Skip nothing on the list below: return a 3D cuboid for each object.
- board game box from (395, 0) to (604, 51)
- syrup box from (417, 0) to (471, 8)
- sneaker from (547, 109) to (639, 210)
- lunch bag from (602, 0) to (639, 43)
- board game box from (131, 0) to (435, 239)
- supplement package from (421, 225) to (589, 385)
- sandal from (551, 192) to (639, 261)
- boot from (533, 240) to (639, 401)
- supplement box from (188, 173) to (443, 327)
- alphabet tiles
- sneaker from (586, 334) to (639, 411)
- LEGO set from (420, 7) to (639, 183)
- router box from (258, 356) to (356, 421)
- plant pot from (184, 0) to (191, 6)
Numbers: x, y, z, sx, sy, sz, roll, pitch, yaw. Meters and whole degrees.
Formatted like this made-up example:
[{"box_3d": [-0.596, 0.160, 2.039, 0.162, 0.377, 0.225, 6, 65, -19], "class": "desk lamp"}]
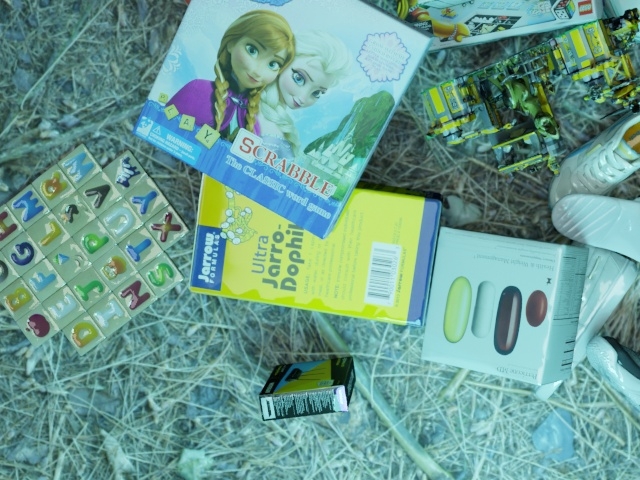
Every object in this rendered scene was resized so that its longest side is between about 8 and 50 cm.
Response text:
[{"box_3d": [0.257, -0.398, 1.571, 0.305, 0.053, 0.193, -6, 95, 27], "class": "board game box"}, {"box_3d": [0.253, -0.406, 1.488, 0.236, 0.093, 0.096, -11, 92, 28], "class": "syrup box"}, {"box_3d": [0.440, -0.123, 1.606, 0.087, 0.092, 0.229, 45, 100, -1], "class": "sneaker"}, {"box_3d": [0.534, -0.440, 1.554, 0.279, 0.108, 0.224, -27, 91, 9], "class": "lunch bag"}, {"box_3d": [-0.056, -0.214, 1.450, 0.318, 0.066, 0.318, 28, 108, 4], "class": "board game box"}, {"box_3d": [0.277, 0.094, 1.570, 0.194, 0.149, 0.203, 9, 92, 29], "class": "supplement package"}, {"box_3d": [0.476, -0.029, 1.612, 0.265, 0.076, 0.102, 17, 111, -10], "class": "sandal"}, {"box_3d": [0.378, 0.116, 1.648, 0.123, 0.095, 0.258, 34, 92, 11], "class": "boot"}, {"box_3d": [0.000, 0.000, 1.619, 0.356, 0.194, 0.195, 8, 96, 6], "class": "supplement box"}, {"box_3d": [-0.401, 0.017, 1.762, 0.342, 0.011, 0.285, -36, 91, 9], "class": "alphabet tiles"}, {"box_3d": [0.529, 0.193, 1.605, 0.268, 0.101, 0.153, 40, 92, -23], "class": "sneaker"}, {"box_3d": [0.329, -0.183, 1.520, 0.331, 0.255, 0.192, -20, 93, 24], "class": "LEGO set"}, {"box_3d": [-0.017, 0.232, 1.653, 0.133, 0.179, 0.046, -8, 97, 7], "class": "router box"}, {"box_3d": [-0.062, -0.408, 1.568, 0.275, 0.275, 0.243, 43, 109, 1], "class": "plant pot"}]
